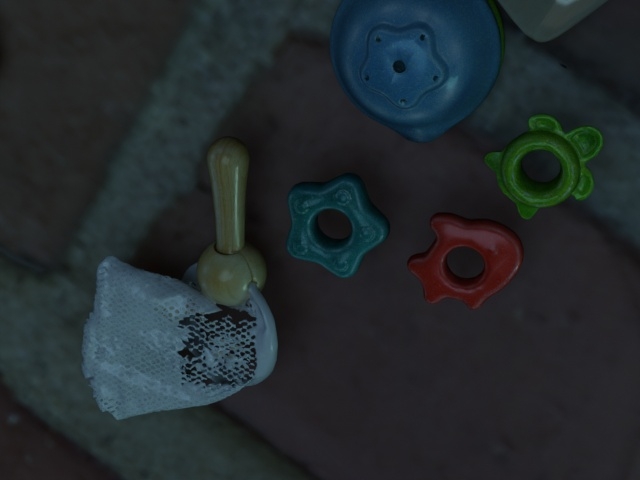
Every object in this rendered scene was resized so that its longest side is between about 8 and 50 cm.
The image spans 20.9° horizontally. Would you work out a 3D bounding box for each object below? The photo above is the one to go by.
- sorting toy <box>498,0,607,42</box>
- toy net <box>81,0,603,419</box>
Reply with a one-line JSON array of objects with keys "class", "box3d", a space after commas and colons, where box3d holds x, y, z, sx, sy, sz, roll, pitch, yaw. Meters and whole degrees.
[{"class": "sorting toy", "box3d": [0.094, -0.234, 0.572, 0.257, 0.089, 0.255, -36, 96, 21]}, {"class": "toy net", "box3d": [0.000, 0.000, 0.697, 0.122, 0.045, 0.232, 44, 113, -5]}]
